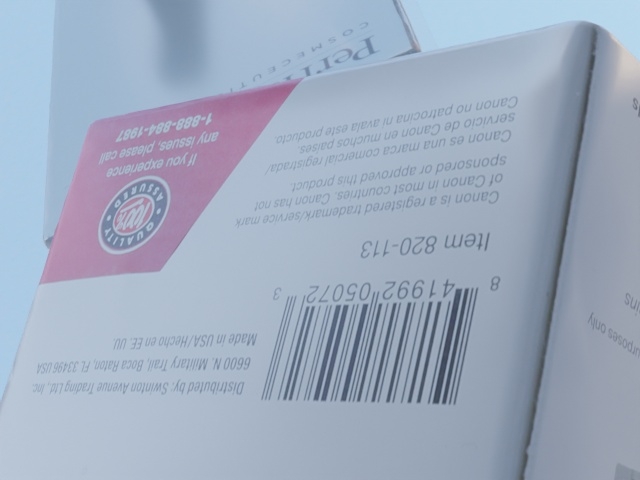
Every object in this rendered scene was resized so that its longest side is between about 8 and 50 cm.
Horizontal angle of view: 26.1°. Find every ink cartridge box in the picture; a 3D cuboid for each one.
[{"bbox_3d":[-0.004,0.100,0.391,0.117,0.207,0.283,32,-117,-42],"label":"ink cartridge box"}]

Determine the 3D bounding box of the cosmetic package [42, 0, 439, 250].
[{"bbox_3d":[-0.044,-0.120,0.921,0.230,0.453,0.161,-26,-55,8],"label":"cosmetic package"}]
